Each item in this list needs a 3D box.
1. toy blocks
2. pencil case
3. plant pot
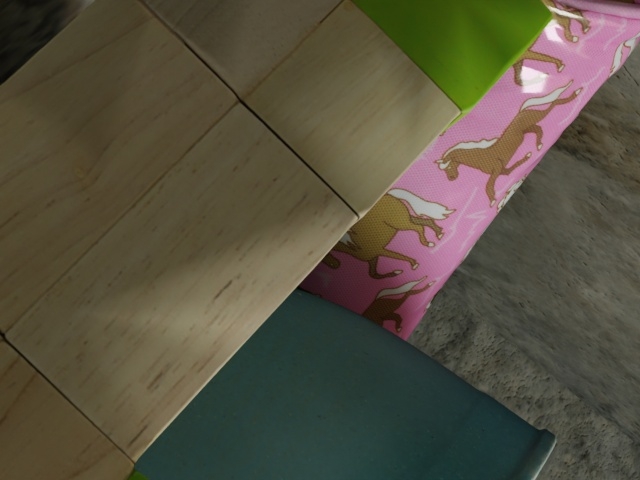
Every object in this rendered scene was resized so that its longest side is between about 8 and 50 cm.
[{"bbox_3d":[-0.123,0.058,0.557,0.381,0.191,0.261,-47,-176,-24],"label":"toy blocks"},{"bbox_3d":[0.061,-0.059,1.087,0.160,0.167,0.386,7,134,-31],"label":"pencil case"},{"bbox_3d":[-0.048,0.141,0.996,0.271,0.255,0.271,-51,173,-8],"label":"plant pot"}]
